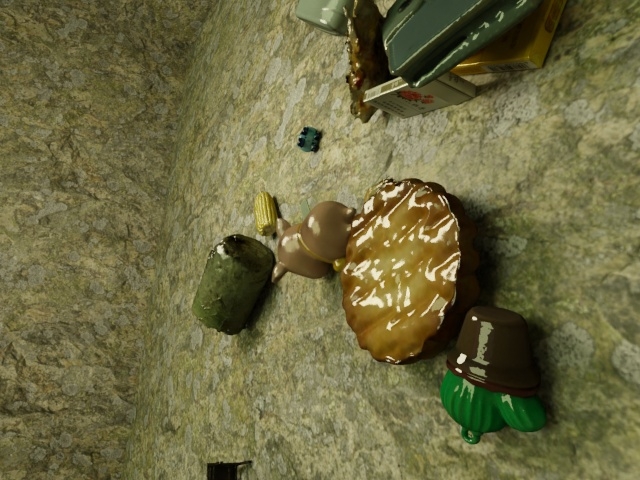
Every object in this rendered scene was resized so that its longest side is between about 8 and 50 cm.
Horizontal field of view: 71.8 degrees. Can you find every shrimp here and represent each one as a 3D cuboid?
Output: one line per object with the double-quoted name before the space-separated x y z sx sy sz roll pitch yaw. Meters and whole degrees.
"shrimp" 0.127 -0.088 0.947 0.114 0.023 0.083 -42 48 53

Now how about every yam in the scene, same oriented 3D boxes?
"yam" -0.274 0.134 1.371 0.300 0.195 0.195 -65 32 23

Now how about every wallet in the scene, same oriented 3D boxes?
"wallet" 0.213 -0.409 0.755 0.252 0.083 0.360 -31 34 29

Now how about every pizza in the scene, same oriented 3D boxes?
"pizza" 0.101 -0.394 0.907 0.071 0.297 0.189 16 66 21

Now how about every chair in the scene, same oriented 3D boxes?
"chair" -0.282 0.677 1.255 0.212 0.102 0.084 -40 46 45

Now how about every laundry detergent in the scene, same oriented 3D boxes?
"laundry detergent" 0.083 -0.774 1.198 0.397 0.125 0.264 -63 32 19

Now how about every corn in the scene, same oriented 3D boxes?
"corn" -0.175 -0.087 1.412 0.165 0.063 0.085 -105 31 -42

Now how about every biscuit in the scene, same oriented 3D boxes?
"biscuit" 0.152 0.051 0.772 0.326 0.107 0.325 -33 52 55

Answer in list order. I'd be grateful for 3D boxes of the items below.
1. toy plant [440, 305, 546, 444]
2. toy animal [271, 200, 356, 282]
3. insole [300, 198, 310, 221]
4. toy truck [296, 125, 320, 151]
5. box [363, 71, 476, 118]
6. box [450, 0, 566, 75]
"toy plant" 0.232 0.193 0.593 0.143 0.105 0.200 12 107 46
"toy animal" -0.001 0.002 1.019 0.248 0.149 0.165 -29 39 38
"insole" -0.033 -0.061 1.224 0.053 0.002 0.152 -55 37 33
"toy truck" -0.041 -0.291 1.285 0.090 0.056 0.073 -158 86 -73
"box" 0.181 -0.278 0.843 0.198 0.109 0.029 6 84 60
"box" 0.285 -0.368 0.769 0.269 0.044 0.152 27 98 58
